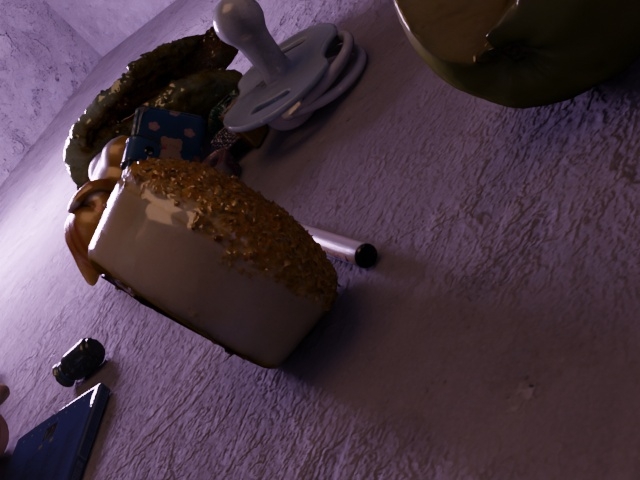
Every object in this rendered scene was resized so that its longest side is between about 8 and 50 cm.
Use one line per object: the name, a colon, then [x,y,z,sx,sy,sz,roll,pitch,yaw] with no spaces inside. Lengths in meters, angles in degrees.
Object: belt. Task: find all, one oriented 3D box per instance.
belt: [-0.167,-0.087,1.619,0.071,0.053,0.232,-33,25,9]

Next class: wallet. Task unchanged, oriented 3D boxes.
wallet: [-0.279,-0.139,1.718,0.059,0.141,0.202,118,158,-58]

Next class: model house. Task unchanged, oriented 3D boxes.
model house: [-0.158,-0.199,1.743,0.101,0.088,0.100,-40,22,22]

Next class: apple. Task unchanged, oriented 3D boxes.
apple: [0.233,-0.267,1.012,0.295,0.233,0.257,-5,59,43]

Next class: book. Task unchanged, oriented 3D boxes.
book: [-0.386,0.332,1.327,0.191,0.025,0.269,-34,25,22]

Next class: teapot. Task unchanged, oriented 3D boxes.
teapot: [-0.377,0.185,1.521,0.083,0.049,0.063,-38,24,18]

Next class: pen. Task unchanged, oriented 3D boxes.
pen: [0.000,0.000,1.216,0.033,0.033,0.269,-50,24,-10]

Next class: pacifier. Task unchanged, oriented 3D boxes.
pacifier: [-0.082,-0.317,1.624,0.244,0.233,0.299,-30,29,26]

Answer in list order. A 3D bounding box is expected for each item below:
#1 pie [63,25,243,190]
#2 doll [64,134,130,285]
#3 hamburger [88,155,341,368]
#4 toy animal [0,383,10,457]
pie: [-0.353,-0.242,2.004,0.418,0.180,0.395,-40,1,40]
doll: [-0.375,-0.065,1.783,0.167,0.162,0.269,-37,23,54]
hamburger: [-0.116,0.015,1.081,0.179,0.276,0.294,-61,30,-7]
toy animal: [-0.584,0.303,1.499,0.247,0.277,0.345,-8,45,11]
